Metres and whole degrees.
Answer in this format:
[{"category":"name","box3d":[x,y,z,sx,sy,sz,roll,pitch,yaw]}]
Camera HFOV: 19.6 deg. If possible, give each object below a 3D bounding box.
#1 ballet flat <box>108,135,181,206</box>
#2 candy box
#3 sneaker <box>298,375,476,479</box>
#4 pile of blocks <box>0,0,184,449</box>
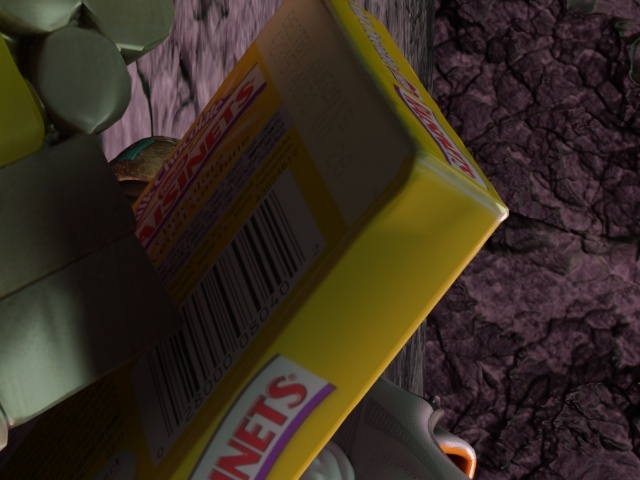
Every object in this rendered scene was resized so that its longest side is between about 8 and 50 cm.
[{"category":"ballet flat","box3d":[-0.058,0.064,0.685,0.067,0.073,0.206,1,78,-74]},{"category":"candy box","box3d":[-0.046,0.048,0.372,0.206,0.027,0.105,-53,-159,14]},{"category":"sneaker","box3d":[0.012,0.105,0.930,0.271,0.108,0.100,-125,-155,-63]},{"category":"pile of blocks","box3d":[-0.083,-0.102,0.400,0.113,0.149,0.362,-24,-139,49]}]
